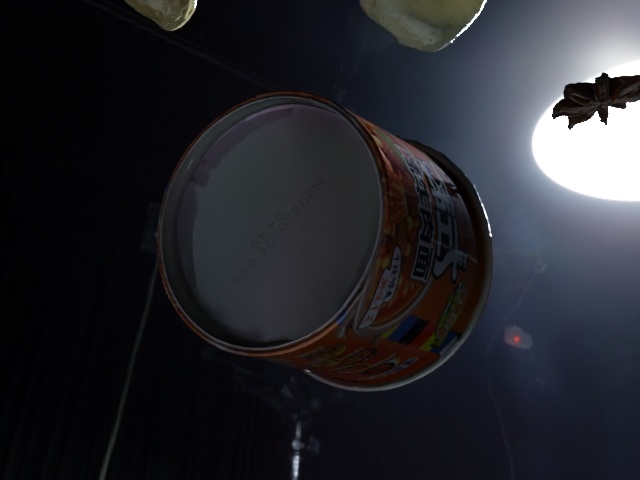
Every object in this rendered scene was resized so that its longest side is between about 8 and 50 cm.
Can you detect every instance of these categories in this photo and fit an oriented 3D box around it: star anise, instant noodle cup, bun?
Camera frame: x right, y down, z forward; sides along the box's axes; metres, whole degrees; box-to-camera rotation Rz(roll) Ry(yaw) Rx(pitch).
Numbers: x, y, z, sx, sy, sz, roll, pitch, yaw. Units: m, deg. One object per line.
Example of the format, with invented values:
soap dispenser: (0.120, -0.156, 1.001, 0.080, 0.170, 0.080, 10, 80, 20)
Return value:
star anise: (0.379, -0.195, 0.891, 0.141, 0.042, 0.141, -7, -15, -2)
instant noodle cup: (0.000, 0.000, 0.551, 0.250, 0.250, 0.192, -10, -16, 25)
bun: (0.190, -0.500, 1.275, 0.272, 0.273, 0.168, 12, -10, -14)

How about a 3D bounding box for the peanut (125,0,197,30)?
peanut: (-0.313, -0.508, 1.116, 0.149, 0.149, 0.313, -8, -57, 23)
